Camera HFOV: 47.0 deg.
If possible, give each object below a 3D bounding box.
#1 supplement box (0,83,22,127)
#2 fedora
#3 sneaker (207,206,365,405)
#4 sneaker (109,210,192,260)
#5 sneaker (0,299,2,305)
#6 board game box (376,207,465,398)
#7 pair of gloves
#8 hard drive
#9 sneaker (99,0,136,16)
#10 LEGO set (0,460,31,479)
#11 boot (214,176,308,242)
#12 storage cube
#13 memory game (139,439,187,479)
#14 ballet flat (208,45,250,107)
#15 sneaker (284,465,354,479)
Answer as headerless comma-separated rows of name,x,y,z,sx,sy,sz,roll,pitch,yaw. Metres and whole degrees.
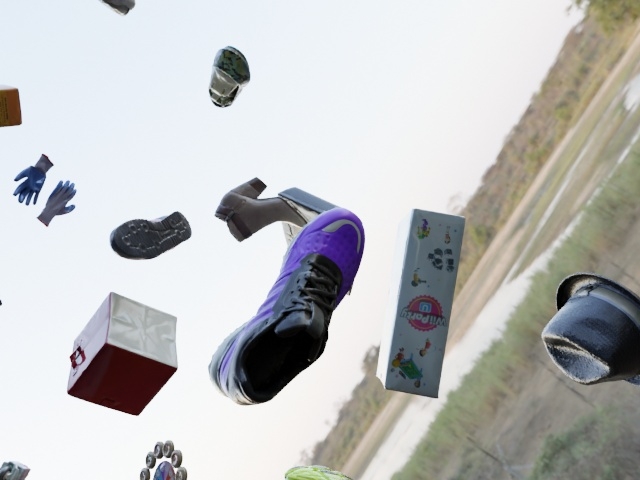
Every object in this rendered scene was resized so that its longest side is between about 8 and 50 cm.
supplement box,-0.687,-0.245,1.368,0.233,0.078,0.080,-16,-64,-40
fedora,0.619,0.232,1.659,0.152,0.334,0.334,-30,-17,-16
sneaker,-0.018,0.087,0.924,0.293,0.102,0.146,-56,16,-11
sneaker,-0.458,0.006,1.888,0.131,0.112,0.319,-25,-3,22
sneaker,-0.865,0.165,1.794,0.170,0.089,0.051,-32,-15,4
board game box,0.172,0.110,1.308,0.224,0.097,0.303,77,-157,-85
pair of gloves,-0.769,-0.135,2.069,0.198,0.023,0.159,55,-128,-42
hard drive,0.000,0.000,1.570,0.054,0.172,0.255,-49,-31,-28
sneaker,-0.361,-0.502,1.198,0.129,0.297,0.111,-28,-14,11
LEGO set,-0.520,0.284,0.975,0.132,0.287,0.107,-52,-18,-21
boot,-0.087,-0.031,1.038,0.087,0.118,0.042,-48,-10,-13
storage cube,-0.471,0.272,1.762,0.193,0.215,0.184,-48,31,24
memory game,-0.318,0.494,1.476,0.012,0.186,0.186,14,-67,-39
ballet flat,-0.154,-0.258,1.204,0.070,0.070,0.188,-56,3,-9
sneaker,0.058,0.514,1.360,0.123,0.295,0.109,-60,7,-8
